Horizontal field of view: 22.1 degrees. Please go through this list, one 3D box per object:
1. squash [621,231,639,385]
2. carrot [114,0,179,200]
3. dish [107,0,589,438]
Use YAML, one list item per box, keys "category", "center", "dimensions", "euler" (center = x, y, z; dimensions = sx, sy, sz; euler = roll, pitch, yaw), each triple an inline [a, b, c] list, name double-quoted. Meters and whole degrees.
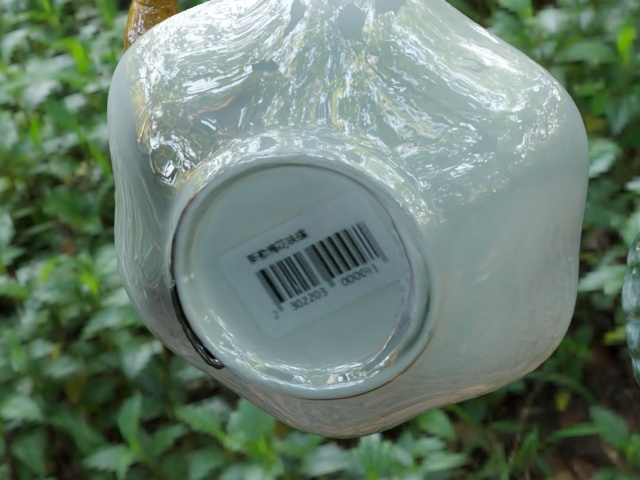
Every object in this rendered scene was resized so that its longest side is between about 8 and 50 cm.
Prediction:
- category: "squash"
  center: [0.313, 0.053, 1.162]
  dimensions: [0.218, 0.218, 0.172]
  euler: [-21, 25, -11]
- category: "carrot"
  center: [-0.126, -0.091, 1.232]
  dimensions: [0.059, 0.248, 0.059]
  euler: [2, 24, -1]
- category: "dish"
  center: [0.000, 0.000, 0.571]
  dimensions: [0.190, 0.191, 0.066]
  euler: [-1, 25, 15]
